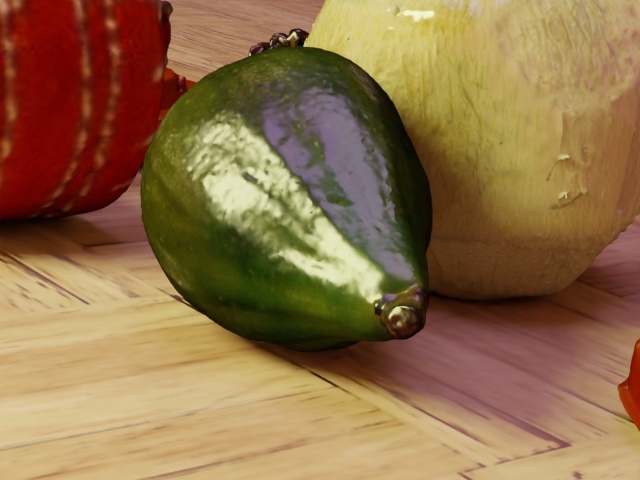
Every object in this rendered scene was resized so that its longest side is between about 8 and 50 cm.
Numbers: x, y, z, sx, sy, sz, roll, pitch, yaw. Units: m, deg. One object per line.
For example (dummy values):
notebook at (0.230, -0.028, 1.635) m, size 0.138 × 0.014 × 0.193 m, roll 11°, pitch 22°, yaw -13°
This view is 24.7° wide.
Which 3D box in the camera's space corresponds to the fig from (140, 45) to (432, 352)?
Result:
fig at (0.000, 0.000, 0.566) m, size 0.117 × 0.117 × 0.177 m, roll -4°, pitch 33°, yaw -30°

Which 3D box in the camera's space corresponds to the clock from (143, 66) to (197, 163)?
clock at (-0.160, -0.090, 0.933) m, size 0.205 × 0.051 × 0.205 m, roll 5°, pitch 14°, yaw -1°

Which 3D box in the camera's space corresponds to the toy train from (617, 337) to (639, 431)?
toy train at (0.317, 0.045, 0.527) m, size 0.409 × 0.089 × 0.086 m, roll 4°, pitch 20°, yaw -8°

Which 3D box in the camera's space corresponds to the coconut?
coconut at (0.081, -0.075, 0.687) m, size 0.194 × 0.194 × 0.194 m, roll 5°, pitch 15°, yaw -1°

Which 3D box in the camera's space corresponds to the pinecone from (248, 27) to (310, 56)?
pinecone at (-0.020, -0.110, 1.002) m, size 0.077 × 0.083 × 0.077 m, roll 13°, pitch 53°, yaw -18°

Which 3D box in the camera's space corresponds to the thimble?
thimble at (-0.168, -0.089, 0.710) m, size 0.125 × 0.163 × 0.190 m, roll -7°, pitch 5°, yaw -37°
